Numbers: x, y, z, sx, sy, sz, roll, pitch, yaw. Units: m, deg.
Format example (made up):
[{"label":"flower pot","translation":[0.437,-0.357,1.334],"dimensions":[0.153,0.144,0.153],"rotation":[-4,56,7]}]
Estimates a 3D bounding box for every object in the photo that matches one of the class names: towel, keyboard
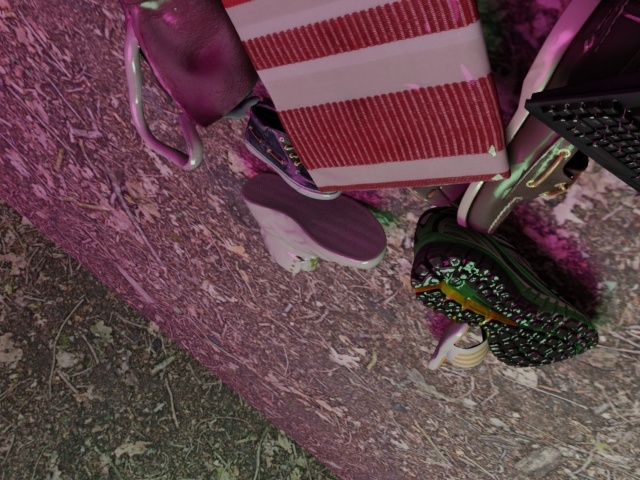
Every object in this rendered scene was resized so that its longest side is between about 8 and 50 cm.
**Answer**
[{"label":"towel","translation":[0.037,-0.187,0.559],"dimensions":[0.237,0.037,0.329],"rotation":[0,133,33]},{"label":"keyboard","translation":[0.339,-0.060,0.492],"dimensions":[0.317,0.033,0.201],"rotation":[20,169,-32]}]

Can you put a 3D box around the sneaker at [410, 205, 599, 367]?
[{"label":"sneaker","translation":[0.265,0.064,0.819],"dimensions":[0.343,0.146,0.134],"rotation":[37,130,-27]}]

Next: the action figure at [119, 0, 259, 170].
[{"label":"action figure","translation":[-0.211,-0.309,0.665],"dimensions":[0.248,0.275,0.370],"rotation":[25,162,31]}]

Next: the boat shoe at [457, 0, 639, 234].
[{"label":"boat shoe","translation":[0.238,-0.103,0.615],"dimensions":[0.097,0.116,0.324],"rotation":[33,144,14]}]

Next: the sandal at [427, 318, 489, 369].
[{"label":"sandal","translation":[0.249,0.171,1.002],"dimensions":[0.076,0.102,0.265],"rotation":[28,157,13]}]

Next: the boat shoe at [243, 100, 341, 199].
[{"label":"boat shoe","translation":[-0.040,-0.136,0.900],"dimensions":[0.183,0.065,0.083],"rotation":[34,151,7]}]

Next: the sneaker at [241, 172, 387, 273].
[{"label":"sneaker","translation":[0.000,0.000,1.019],"dimensions":[0.292,0.108,0.169],"rotation":[29,152,32]}]

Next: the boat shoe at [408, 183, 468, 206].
[{"label":"boat shoe","translation":[0.075,-0.181,0.693],"dimensions":[0.324,0.123,0.116],"rotation":[54,176,-23]}]
